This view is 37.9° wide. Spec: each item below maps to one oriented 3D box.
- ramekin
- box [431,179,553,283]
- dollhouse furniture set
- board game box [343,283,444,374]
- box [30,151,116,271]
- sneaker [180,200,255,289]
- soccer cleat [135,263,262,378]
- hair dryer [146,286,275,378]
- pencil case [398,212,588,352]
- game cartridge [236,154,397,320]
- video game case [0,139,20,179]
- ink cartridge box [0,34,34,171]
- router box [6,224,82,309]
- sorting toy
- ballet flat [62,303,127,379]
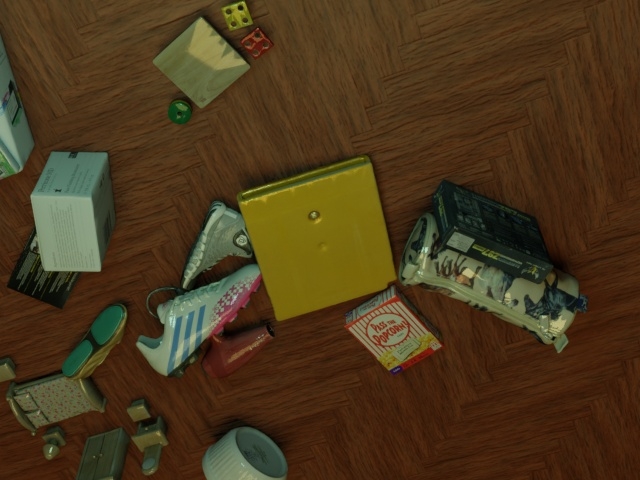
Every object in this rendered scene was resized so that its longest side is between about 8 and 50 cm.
[{"bbox_3d":[-0.176,0.555,2.289,0.207,0.207,0.109,34,109,-21],"label":"ramekin"},{"bbox_3d":[0.348,-0.019,1.906,0.233,0.183,0.059,21,122,-15],"label":"box"},{"bbox_3d":[-0.576,0.425,2.211,0.303,0.173,0.355,-18,123,11],"label":"dollhouse furniture set"},{"bbox_3d":[0.169,0.207,2.142,0.147,0.045,0.193,-34,118,21],"label":"board game box"},{"bbox_3d":[-0.492,-0.060,1.875,0.119,0.181,0.181,1,124,-1],"label":"box"},{"bbox_3d":[-0.210,0.033,1.997,0.132,0.086,0.228,21,121,-12],"label":"sneaker"},{"bbox_3d":[-0.267,0.153,2.035,0.143,0.116,0.331,42,95,-7],"label":"soccer cleat"},{"bbox_3d":[-0.251,0.221,2.130,0.294,0.080,0.223,3,124,-3],"label":"hair dryer"},{"bbox_3d":[0.356,0.086,1.979,0.411,0.183,0.159,23,122,-14],"label":"pencil case"},{"bbox_3d":[0.000,0.000,1.972,0.286,0.052,0.323,-17,125,-3],"label":"game cartridge"},{"bbox_3d":[-0.703,-0.182,1.743,0.194,0.023,0.212,-20,122,13],"label":"video game case"},{"bbox_3d":[-0.688,-0.264,1.774,0.202,0.117,0.278,-5,123,3],"label":"ink cartridge box"},{"bbox_3d":[-0.589,0.055,2.035,0.133,0.046,0.179,25,121,-17],"label":"router box"},{"bbox_3d":[-0.216,-0.347,1.762,0.275,0.046,0.132,-36,117,22],"label":"sorting toy"},{"bbox_3d":[-0.504,0.232,2.145,0.232,0.080,0.073,-45,148,17],"label":"ballet flat"}]
